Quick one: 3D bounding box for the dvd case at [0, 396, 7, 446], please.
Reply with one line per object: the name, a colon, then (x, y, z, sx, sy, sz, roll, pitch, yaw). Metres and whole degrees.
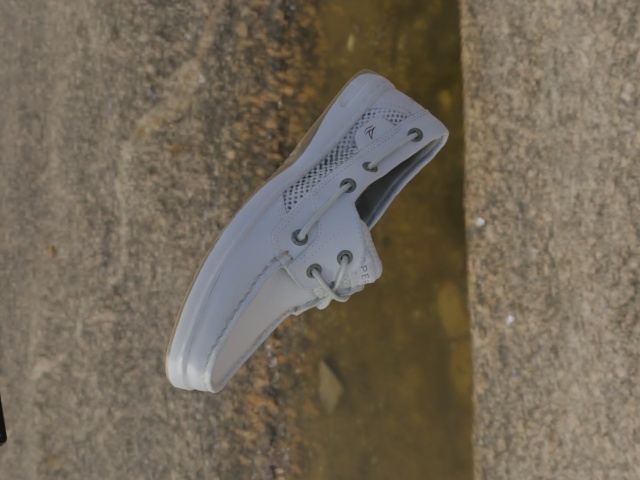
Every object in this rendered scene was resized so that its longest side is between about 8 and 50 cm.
dvd case: (-0.497, 0.144, 1.024, 0.022, 0.180, 0.253, -45, 55, 38)

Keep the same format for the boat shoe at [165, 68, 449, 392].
boat shoe: (0.000, 0.000, 0.584, 0.096, 0.277, 0.098, 31, 162, 14)
